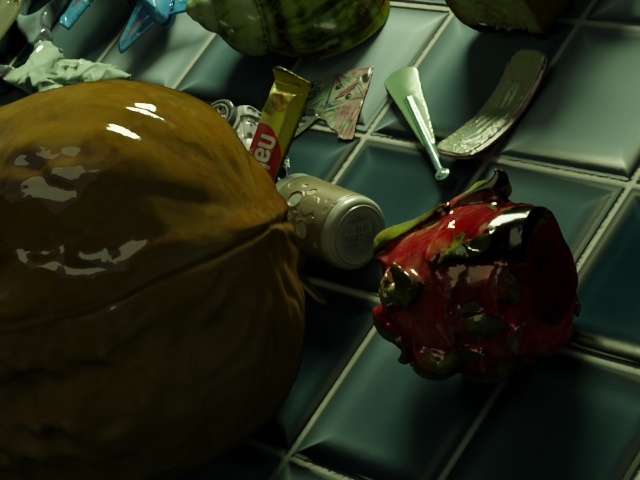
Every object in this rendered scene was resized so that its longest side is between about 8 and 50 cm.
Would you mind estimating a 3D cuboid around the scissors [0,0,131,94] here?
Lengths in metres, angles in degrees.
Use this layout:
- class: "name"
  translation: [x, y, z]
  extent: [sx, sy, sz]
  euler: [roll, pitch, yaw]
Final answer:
- class: "scissors"
  translation: [-0.337, -0.200, 2.230]
  extent: [0.256, 0.029, 0.383]
  euler: [-47, 36, -7]

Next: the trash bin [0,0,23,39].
- class: "trash bin"
  translation: [-0.520, -0.302, 2.330]
  extent: [0.250, 0.219, 0.220]
  euler: [-1, 50, 44]

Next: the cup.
- class: "cup"
  translation: [-0.004, -0.006, 1.706]
  extent: [0.099, 0.074, 0.102]
  euler: [21, 68, 49]

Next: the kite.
- class: "kite"
  translation: [-0.001, -0.125, 1.884]
  extent: [0.152, 0.005, 0.137]
  euler: [-44, 36, -3]

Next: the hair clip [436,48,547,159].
- class: "hair clip"
  translation: [0.161, -0.122, 1.722]
  extent: [0.054, 0.022, 0.137]
  euler: [18, 63, 49]

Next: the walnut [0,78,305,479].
- class: "walnut"
  translation: [-0.194, 0.042, 1.612]
  extent: [0.397, 0.354, 0.308]
  euler: [-14, 16, 33]

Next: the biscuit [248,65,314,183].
- class: "biscuit"
  translation: [-0.073, -0.021, 1.744]
  extent: [0.048, 0.026, 0.292]
  euler: [21, 91, 37]

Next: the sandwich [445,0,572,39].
- class: "sandwich"
  translation: [0.220, -0.313, 1.781]
  extent: [0.122, 0.128, 0.236]
  euler: [27, 73, 43]

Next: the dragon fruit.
- class: "dragon fruit"
  translation: [0.116, 0.032, 1.502]
  extent: [0.172, 0.160, 0.167]
  euler: [-7, 72, 37]

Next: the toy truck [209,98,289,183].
- class: "toy truck"
  translation: [-0.132, -0.038, 1.834]
  extent: [0.216, 0.110, 0.116]
  euler: [-25, 52, 19]

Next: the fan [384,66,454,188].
- class: "fan"
  translation: [0.097, -0.110, 1.772]
  extent: [0.038, 0.016, 0.193]
  euler: [-31, 37, 9]

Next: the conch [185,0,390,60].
- class: "conch"
  translation: [-0.040, -0.260, 1.957]
  extent: [0.181, 0.124, 0.187]
  euler: [-38, 45, 10]

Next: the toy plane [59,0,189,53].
- class: "toy plane"
  translation: [-0.200, -0.345, 2.191]
  extent: [0.254, 0.105, 0.271]
  euler: [-26, 47, 18]
